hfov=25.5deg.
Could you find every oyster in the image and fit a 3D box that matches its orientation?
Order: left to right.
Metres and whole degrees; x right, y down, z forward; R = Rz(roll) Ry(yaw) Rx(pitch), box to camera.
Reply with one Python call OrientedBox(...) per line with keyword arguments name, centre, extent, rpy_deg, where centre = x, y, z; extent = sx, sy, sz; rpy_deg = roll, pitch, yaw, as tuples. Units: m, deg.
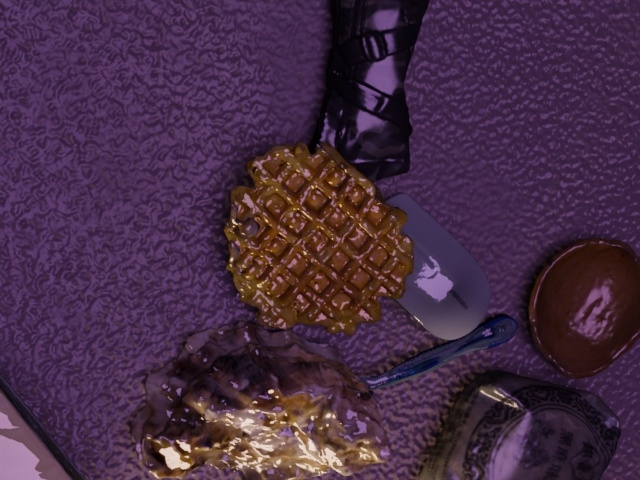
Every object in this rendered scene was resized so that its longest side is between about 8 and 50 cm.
OrientedBox(name="oyster", centre=(-0.071, 0.239, 1.929), extent=(0.351, 0.115, 0.238), rpy_deg=(16, 92, 0))

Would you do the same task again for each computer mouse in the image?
OrientedBox(name="computer mouse", centre=(0.148, 0.041, 2.002), extent=(0.231, 0.079, 0.128), rpy_deg=(43, 81, -14))

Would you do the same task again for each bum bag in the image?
OrientedBox(name="bum bag", centre=(0.070, -0.230, 1.935), extent=(0.144, 0.095, 0.340), rpy_deg=(8, 93, -1))

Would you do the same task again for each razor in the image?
OrientedBox(name="razor", centre=(0.146, 0.175, 2.026), extent=(0.324, 0.056, 0.093), rpy_deg=(-19, 100, -15))

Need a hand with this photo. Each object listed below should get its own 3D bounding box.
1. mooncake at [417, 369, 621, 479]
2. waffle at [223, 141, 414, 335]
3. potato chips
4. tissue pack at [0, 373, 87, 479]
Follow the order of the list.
OrientedBox(name="mooncake", centre=(0.290, 0.319, 2.045), extent=(0.250, 0.136, 0.254), rpy_deg=(20, 91, -22))
OrientedBox(name="waffle", centre=(-0.001, -0.001, 1.916), extent=(0.262, 0.060, 0.280), rpy_deg=(-5, 107, -14))
OrientedBox(name="potato chips", centre=(0.395, 0.098, 2.088), extent=(0.195, 0.062, 0.208), rpy_deg=(1, 97, -12))
OrientedBox(name="tissue pack", centre=(-0.493, 0.382, 1.776), extent=(0.405, 0.205, 0.332), rpy_deg=(-38, 102, -10))
